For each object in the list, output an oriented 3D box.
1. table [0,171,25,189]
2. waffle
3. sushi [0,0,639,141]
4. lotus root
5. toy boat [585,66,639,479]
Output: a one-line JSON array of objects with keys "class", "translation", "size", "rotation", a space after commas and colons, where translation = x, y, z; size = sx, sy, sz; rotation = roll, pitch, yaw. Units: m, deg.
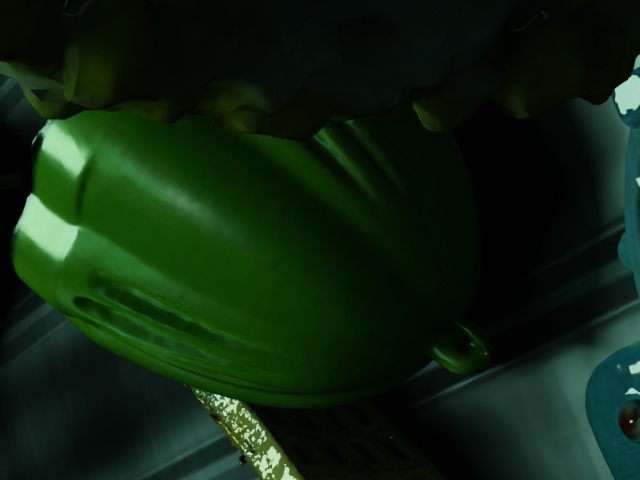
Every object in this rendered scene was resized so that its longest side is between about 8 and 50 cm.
[{"class": "table", "translation": [-0.269, 0.024, 0.946], "size": [0.121, 0.111, 0.240], "rotation": [47, 129, 36]}, {"class": "waffle", "translation": [0.009, 0.095, 0.642], "size": [0.135, 0.092, 0.021], "rotation": [46, 118, 38]}, {"class": "sushi", "translation": [0.032, -0.205, 0.329], "size": [0.351, 0.397, 0.240], "rotation": [-46, 62, 35]}, {"class": "lotus root", "translation": [0.000, 0.000, 0.601], "size": [0.186, 0.186, 0.186], "rotation": [11, 104, 49]}, {"class": "toy boat", "translation": [0.139, 0.044, 0.469], "size": [0.088, 0.102, 0.215], "rotation": [-34, 70, 45]}]
